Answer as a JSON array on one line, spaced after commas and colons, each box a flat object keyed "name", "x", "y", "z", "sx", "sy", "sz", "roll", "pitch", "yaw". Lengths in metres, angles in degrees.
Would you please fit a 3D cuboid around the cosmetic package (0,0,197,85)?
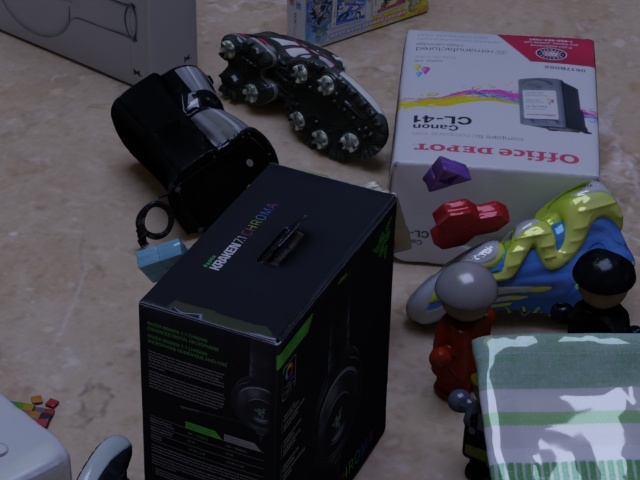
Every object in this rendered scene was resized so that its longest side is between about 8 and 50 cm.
[{"name": "cosmetic package", "x": -0.284, "y": -0.396, "z": 2.318, "sx": 0.284, "sy": 0.377, "sz": 0.097, "roll": 22, "pitch": 40, "yaw": 28}]

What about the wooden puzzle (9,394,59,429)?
[{"name": "wooden puzzle", "x": -0.279, "y": 0.169, "z": 1.808, "sx": 0.049, "sy": 0.006, "sz": 0.083, "roll": 7, "pitch": 34, "yaw": 8}]

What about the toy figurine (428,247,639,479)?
[{"name": "toy figurine", "x": 0.211, "y": 0.114, "z": 1.786, "sx": 0.213, "sy": 0.148, "sz": 0.209, "roll": -2, "pitch": 34, "yaw": -7}]

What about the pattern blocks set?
[{"name": "pattern blocks set", "x": 0.000, "y": 0.000, "z": 1.866, "sx": 0.325, "sy": 0.285, "sz": 0.026, "roll": -22, "pitch": 65, "yaw": 17}]

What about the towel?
[{"name": "towel", "x": 0.268, "y": 0.221, "z": 1.607, "sx": 0.248, "sy": 0.038, "sz": 0.325, "roll": -1, "pitch": 60, "yaw": -7}]

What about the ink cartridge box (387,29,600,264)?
[{"name": "ink cartridge box", "x": 0.192, "y": -0.105, "z": 2.130, "sx": 0.226, "sy": 0.131, "sz": 0.306, "roll": 4, "pitch": 33, "yaw": 3}]

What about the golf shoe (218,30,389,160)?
[{"name": "golf shoe", "x": 0.000, "y": -0.184, "z": 2.267, "sx": 0.120, "sy": 0.105, "sz": 0.273, "roll": -18, "pitch": 39, "yaw": -38}]

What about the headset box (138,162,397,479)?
[{"name": "headset box", "x": -0.041, "y": 0.102, "z": 1.672, "sx": 0.131, "sy": 0.283, "sz": 0.246, "roll": 15, "pitch": 35, "yaw": 20}]

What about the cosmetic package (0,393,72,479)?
[{"name": "cosmetic package", "x": -0.413, "y": 0.273, "z": 1.362, "sx": 0.394, "sy": 0.327, "sz": 0.329, "roll": -27, "pitch": 43, "yaw": -34}]

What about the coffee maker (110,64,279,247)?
[{"name": "coffee maker", "x": -0.158, "y": -0.099, "z": 2.112, "sx": 0.171, "sy": 0.120, "sz": 0.178, "roll": -16, "pitch": 37, "yaw": -24}]

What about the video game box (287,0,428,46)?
[{"name": "video game box", "x": 0.050, "y": -0.354, "z": 2.443, "sx": 0.205, "sy": 0.187, "sz": 0.048, "roll": -21, "pitch": 36, "yaw": -31}]

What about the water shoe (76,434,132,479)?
[{"name": "water shoe", "x": -0.189, "y": 0.253, "z": 1.649, "sx": 0.080, "sy": 0.073, "sz": 0.203, "roll": 27, "pitch": 40, "yaw": -1}]

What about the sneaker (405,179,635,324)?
[{"name": "sneaker", "x": 0.210, "y": 0.046, "z": 1.942, "sx": 0.240, "sy": 0.126, "sz": 0.091, "roll": -31, "pitch": 1, "yaw": 3}]
